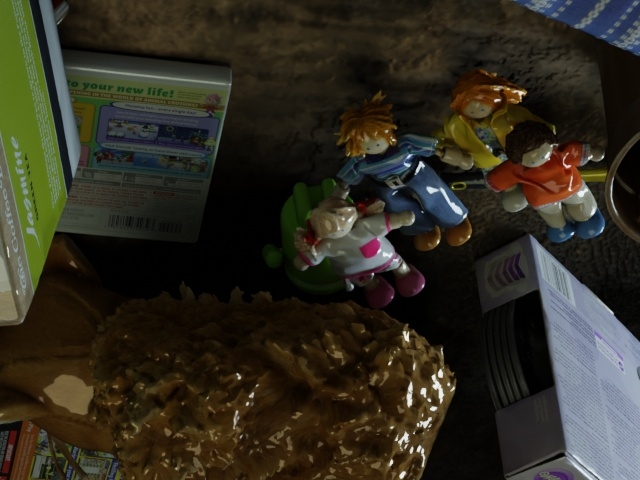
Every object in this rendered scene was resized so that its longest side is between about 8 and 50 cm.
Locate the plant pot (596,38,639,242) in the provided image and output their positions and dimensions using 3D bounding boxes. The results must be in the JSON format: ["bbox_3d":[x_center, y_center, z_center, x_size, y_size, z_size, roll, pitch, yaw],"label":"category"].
[{"bbox_3d":[0.287,-0.106,1.298,0.167,0.165,0.167,-2,138,-2],"label":"plant pot"}]

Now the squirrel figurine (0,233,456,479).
[{"bbox_3d":[-0.096,0.122,1.428,0.370,0.281,0.397,25,161,-1],"label":"squirrel figurine"}]

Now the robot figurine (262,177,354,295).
[{"bbox_3d":[0.000,0.000,1.459,0.101,0.067,0.115,-9,139,-6],"label":"robot figurine"}]

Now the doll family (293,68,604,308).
[{"bbox_3d":[0.093,-0.058,1.367,0.263,0.118,0.163,-21,141,15],"label":"doll family"}]

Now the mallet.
[{"bbox_3d":[0.199,-0.047,1.455,0.190,0.039,0.062,-7,135,8],"label":"mallet"}]

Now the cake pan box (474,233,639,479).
[{"bbox_3d":[0.239,0.155,1.524,0.070,0.245,0.267,-29,134,24],"label":"cake pan box"}]

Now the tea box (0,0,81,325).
[{"bbox_3d":[-0.348,-0.085,1.100,0.329,0.323,0.220,-7,112,3],"label":"tea box"}]

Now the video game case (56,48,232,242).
[{"bbox_3d":[-0.191,-0.077,1.388,0.212,0.023,0.193,5,137,-10],"label":"video game case"}]

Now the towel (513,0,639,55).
[{"bbox_3d":[0.265,-0.190,1.043,0.336,0.040,0.243,18,136,-27],"label":"towel"}]

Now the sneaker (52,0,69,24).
[{"bbox_3d":[-0.251,-0.163,1.271,0.118,0.042,0.067,-34,106,-1],"label":"sneaker"}]

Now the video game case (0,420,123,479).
[{"bbox_3d":[-0.289,0.225,1.706,0.248,0.035,0.275,7,136,-13],"label":"video game case"}]
